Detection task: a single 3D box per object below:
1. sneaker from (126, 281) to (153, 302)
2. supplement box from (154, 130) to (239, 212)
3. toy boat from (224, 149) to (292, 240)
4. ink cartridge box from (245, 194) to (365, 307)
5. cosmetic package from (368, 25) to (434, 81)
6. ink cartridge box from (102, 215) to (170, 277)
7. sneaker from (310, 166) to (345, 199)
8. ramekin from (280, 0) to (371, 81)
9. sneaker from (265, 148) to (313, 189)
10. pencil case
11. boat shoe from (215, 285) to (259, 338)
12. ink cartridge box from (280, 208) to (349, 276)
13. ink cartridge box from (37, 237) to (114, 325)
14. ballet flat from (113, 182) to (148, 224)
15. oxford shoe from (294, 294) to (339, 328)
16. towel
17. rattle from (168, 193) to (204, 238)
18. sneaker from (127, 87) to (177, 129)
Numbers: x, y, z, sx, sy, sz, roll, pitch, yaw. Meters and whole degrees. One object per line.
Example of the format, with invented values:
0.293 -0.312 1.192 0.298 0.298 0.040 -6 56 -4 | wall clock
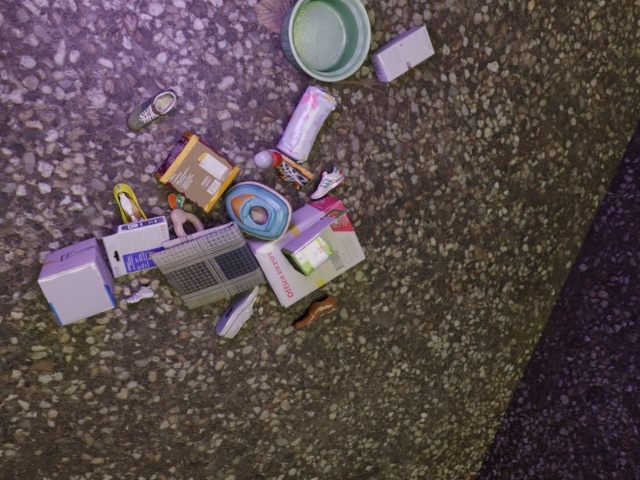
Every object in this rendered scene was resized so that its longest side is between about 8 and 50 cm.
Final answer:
-0.659 0.182 1.790 0.098 0.038 0.069 -20 114 -28 | sneaker
-0.422 -0.235 1.695 0.194 0.129 0.191 37 89 -30 | supplement box
-0.216 -0.166 1.748 0.268 0.148 0.318 21 106 15 | toy boat
-0.059 0.035 1.942 0.385 0.160 0.279 -30 117 -13 | ink cartridge box
0.311 -0.713 1.896 0.231 0.085 0.117 -35 119 -9 | cosmetic package
-0.621 0.023 1.698 0.208 0.045 0.206 -15 140 -22 | ink cartridge box
0.016 -0.228 1.954 0.161 0.057 0.075 -36 102 -8 | sneaker
0.008 -0.710 1.718 0.303 0.148 0.303 -8 111 -22 | ramekin
-0.125 -0.266 1.854 0.215 0.084 0.083 31 102 -29 | sneaker
-0.051 -0.423 1.811 0.124 0.113 0.273 29 95 -8 | pencil case
-0.311 0.276 1.960 0.084 0.095 0.258 32 103 -34 | boat shoe
0.000 0.000 1.750 0.255 0.189 0.097 -39 104 -9 | ink cartridge box
-0.778 0.126 1.599 0.168 0.233 0.171 -21 115 -15 | ink cartridge box
-0.636 -0.083 1.681 0.077 0.077 0.231 -25 117 -14 | ballet flat
-0.029 0.306 2.117 0.212 0.076 0.076 -31 88 -10 | oxford shoe
-0.395 0.093 1.775 0.324 0.056 0.312 -20 132 2 | towel
-0.512 -0.057 1.776 0.199 0.143 0.130 54 49 -14 | rattle
-0.541 -0.425 1.599 0.192 0.086 0.064 -40 119 -7 | sneaker
